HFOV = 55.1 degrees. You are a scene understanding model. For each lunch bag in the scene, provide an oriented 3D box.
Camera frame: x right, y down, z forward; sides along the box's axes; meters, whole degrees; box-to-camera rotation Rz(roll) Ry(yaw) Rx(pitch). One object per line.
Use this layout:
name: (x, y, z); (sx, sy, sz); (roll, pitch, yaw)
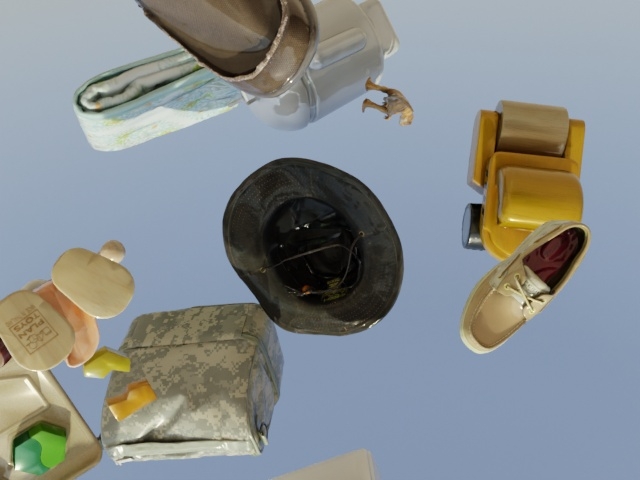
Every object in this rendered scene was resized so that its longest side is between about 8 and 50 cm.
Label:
lunch bag: (-0.232, 0.276, 1.122); (0.304, 0.213, 0.256); (-5, -145, 8)

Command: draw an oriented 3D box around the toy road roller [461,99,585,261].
toy road roller: (0.396, -0.114, 1.155); (0.202, 0.330, 0.240); (7, 176, 3)

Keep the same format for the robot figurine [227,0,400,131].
robot figurine: (-0.016, -0.347, 1.213); (0.353, 0.200, 0.300); (-32, -172, -15)

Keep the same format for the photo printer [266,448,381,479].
photo printer: (-0.027, 0.533, 1.117); (0.307, 0.107, 0.256); (-20, -158, 6)

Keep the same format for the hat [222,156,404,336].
hat: (0.000, 0.000, 1.080); (0.331, 0.332, 0.134); (6, -157, 15)

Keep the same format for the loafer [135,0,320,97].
loafer: (-0.156, -0.276, 0.635); (0.366, 0.134, 0.130); (42, -158, 20)

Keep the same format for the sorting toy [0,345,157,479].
sorting toy: (-0.377, 0.235, 0.784); (0.307, 0.229, 0.041); (-30, -151, -20)

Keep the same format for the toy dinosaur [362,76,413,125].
toy dinosaur: (0.131, -0.254, 1.106); (0.112, 0.064, 0.211); (16, -174, 13)

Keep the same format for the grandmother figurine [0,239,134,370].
grandmother figurine: (-0.304, 0.084, 0.697); (0.207, 0.104, 0.342); (-33, -172, -23)

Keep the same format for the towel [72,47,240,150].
towel: (-0.342, -0.309, 1.351); (0.374, 0.090, 0.320); (-23, 178, -16)

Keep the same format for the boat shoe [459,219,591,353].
boat shoe: (0.163, 0.033, 0.487); (0.050, 0.045, 0.135); (40, -99, 0)
